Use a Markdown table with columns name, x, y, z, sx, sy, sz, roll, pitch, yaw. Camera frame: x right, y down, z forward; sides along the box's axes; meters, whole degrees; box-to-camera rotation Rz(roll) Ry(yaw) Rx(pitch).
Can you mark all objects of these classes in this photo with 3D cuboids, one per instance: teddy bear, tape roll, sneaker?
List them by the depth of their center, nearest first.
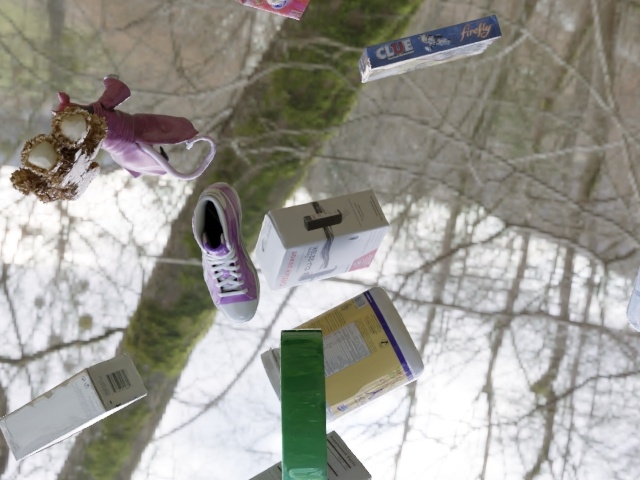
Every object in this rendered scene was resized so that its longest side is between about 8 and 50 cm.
| name | x | y | z | sx | sy | sz | roll | pitch | yaw |
| --- | --- | --- | --- | --- | --- | --- | --- | --- | --- |
| tape roll | -0.031 | 0.316 | 1.665 | 0.077 | 0.321 | 0.321 | -1 | -172 | -1 |
| sneaker | -0.188 | 0.040 | 1.787 | 0.102 | 0.282 | 0.161 | -12 | -168 | 6 |
| teddy bear | -0.567 | -0.187 | 2.045 | 0.113 | 0.245 | 0.338 | 35 | 180 | 2 |

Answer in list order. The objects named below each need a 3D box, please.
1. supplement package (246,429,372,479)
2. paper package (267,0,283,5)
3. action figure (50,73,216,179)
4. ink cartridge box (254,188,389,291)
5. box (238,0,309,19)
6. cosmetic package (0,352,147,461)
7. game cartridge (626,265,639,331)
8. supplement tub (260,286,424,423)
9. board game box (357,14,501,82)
| name | x | y | z | sx | sy | sz | roll | pitch | yaw |
| --- | --- | --- | --- | --- | --- | --- | --- | --- | --- |
| supplement package | -0.034 | 0.505 | 1.832 | 0.244 | 0.139 | 0.134 | -25 | -133 | -23 |
| paper package | -0.092 | -0.459 | 1.069 | 0.168 | 0.325 | 0.309 | -33 | -153 | 3 |
| action figure | -0.482 | -0.242 | 2.246 | 0.275 | 0.248 | 0.370 | 38 | -169 | 37 |
| ink cartridge box | 0.000 | 0.000 | 2.244 | 0.272 | 0.114 | 0.197 | -12 | 151 | -22 |
| box | -0.121 | -0.589 | 2.109 | 0.122 | 0.128 | 0.257 | 37 | -161 | 21 |
| cosmetic package | -0.570 | 0.383 | 2.178 | 0.309 | 0.113 | 0.160 | -29 | 174 | 25 |
| game cartridge | 0.411 | -0.046 | 1.022 | 0.060 | 0.294 | 0.196 | 22 | -145 | 22 |
| supplement tub | 0.050 | 0.280 | 2.222 | 0.331 | 0.241 | 0.241 | -28 | -170 | -1 |
| board game box | 0.197 | -0.353 | 1.759 | 0.243 | 0.042 | 0.165 | -14 | -179 | -3 |
